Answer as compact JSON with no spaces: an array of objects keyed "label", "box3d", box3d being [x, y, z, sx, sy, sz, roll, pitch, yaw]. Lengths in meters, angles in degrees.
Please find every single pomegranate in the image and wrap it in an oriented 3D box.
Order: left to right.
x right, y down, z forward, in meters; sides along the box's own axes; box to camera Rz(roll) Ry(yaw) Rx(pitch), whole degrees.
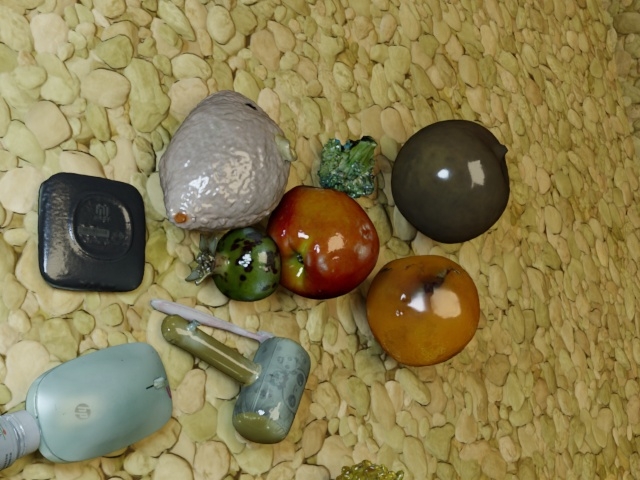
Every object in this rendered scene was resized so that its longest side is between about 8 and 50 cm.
[{"label":"pomegranate","box3d":[-0.153,0.041,1.816,0.169,0.148,0.149,18,63,-23]}]

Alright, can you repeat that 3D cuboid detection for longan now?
[{"label":"longan","box3d":[0.304,-0.137,2.279,0.297,0.297,0.297,19,63,-43]}]

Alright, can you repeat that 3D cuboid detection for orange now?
[{"label":"orange","box3d":[0.218,0.142,2.104,0.246,0.246,0.246,19,63,-43]}]

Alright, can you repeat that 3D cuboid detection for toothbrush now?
[{"label":"toothbrush","box3d":[-0.187,0.151,1.814,0.307,0.029,0.025,23,101,-40]}]

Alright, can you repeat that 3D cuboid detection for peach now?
[{"label":"peach","box3d":[0.000,0.000,1.943,0.243,0.199,0.244,26,49,-34]}]

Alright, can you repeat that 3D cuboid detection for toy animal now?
[{"label":"toy animal","box3d":[-0.166,-0.135,1.800,0.226,0.188,0.358,31,49,-6]}]

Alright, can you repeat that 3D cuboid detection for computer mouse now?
[{"label":"computer mouse","box3d":[-0.335,0.251,1.559,0.288,0.097,0.160,-13,84,-49]}]

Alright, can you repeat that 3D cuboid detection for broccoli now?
[{"label":"broccoli","box3d":[0.070,-0.168,2.116,0.167,0.160,0.155,-3,51,-38]}]

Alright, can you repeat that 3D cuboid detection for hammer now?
[{"label":"hammer","box3d":[-0.159,0.219,1.777,0.305,0.113,0.202,38,48,-23]}]

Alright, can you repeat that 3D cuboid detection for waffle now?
[{"label":"waffle","box3d":[0.061,0.497,1.841,0.070,0.193,0.197,50,44,-19]}]

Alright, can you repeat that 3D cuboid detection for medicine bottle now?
[{"label":"medicine bottle","box3d":[-0.470,0.290,1.402,0.130,0.080,0.080,-16,89,-49]}]

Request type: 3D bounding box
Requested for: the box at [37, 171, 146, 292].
[{"label":"box","box3d":[-0.374,-0.012,1.646,0.212,0.042,0.201,11,67,-47]}]
